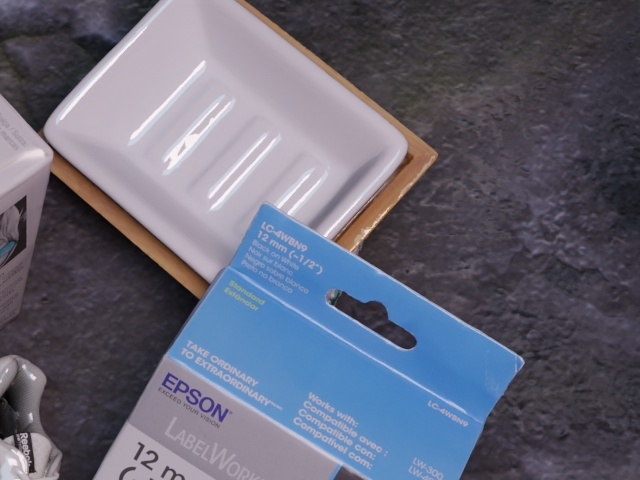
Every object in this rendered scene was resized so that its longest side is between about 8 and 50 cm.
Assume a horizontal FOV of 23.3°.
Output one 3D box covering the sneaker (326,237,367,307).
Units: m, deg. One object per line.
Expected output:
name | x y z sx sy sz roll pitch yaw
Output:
sneaker | 0.000 0.000 1.425 0.076 0.065 0.166 25 70 4

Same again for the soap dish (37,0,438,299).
soap dish | -0.077 -0.071 1.369 0.291 0.118 0.229 40 81 17

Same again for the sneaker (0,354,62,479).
sneaker | -0.262 0.224 1.245 0.118 0.110 0.292 -30 56 24

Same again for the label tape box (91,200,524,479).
label tape box | -0.033 0.183 1.241 0.249 0.115 0.348 31 113 3

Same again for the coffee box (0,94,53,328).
coffee box | -0.457 -0.021 1.203 0.338 0.334 0.337 -39 81 -26
